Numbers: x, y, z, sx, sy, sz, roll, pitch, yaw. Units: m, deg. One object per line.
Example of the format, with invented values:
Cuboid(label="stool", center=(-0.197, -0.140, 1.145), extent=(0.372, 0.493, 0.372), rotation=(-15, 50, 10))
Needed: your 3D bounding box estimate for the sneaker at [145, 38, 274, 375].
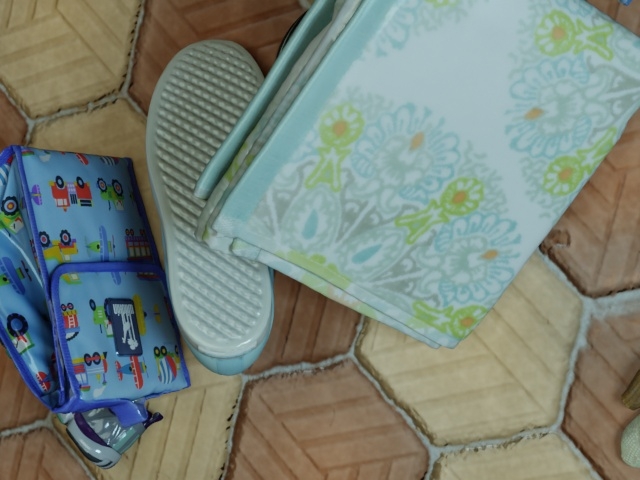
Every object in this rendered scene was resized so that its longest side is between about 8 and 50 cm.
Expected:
Cuboid(label="sneaker", center=(-0.116, -0.030, 1.651), extent=(0.135, 0.150, 0.366), rotation=(1, 65, -4))

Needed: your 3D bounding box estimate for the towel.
Cuboid(label="towel", center=(0.097, -0.095, 1.471), extent=(0.374, 0.320, 0.090), rotation=(-54, 31, 16))

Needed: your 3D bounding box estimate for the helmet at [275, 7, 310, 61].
Cuboid(label="helmet", center=(0.034, -0.156, 1.564), extent=(0.161, 0.169, 0.169), rotation=(-45, 73, 13))

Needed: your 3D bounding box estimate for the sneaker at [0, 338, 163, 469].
Cuboid(label="sneaker", center=(-0.271, 0.146, 1.762), extent=(0.098, 0.083, 0.224), rotation=(-39, 76, -4))

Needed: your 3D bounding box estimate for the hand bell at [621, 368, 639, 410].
Cuboid(label="hand bell", center=(0.369, 0.083, 1.452), extent=(0.242, 0.126, 0.126), rotation=(-46, 72, 30))

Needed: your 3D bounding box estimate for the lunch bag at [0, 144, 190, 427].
Cuboid(label="lunch bag", center=(-0.257, 0.062, 1.661), extent=(0.138, 0.221, 0.293), rotation=(-28, 79, 22))

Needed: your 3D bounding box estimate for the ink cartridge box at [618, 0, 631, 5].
Cuboid(label="ink cartridge box", center=(0.311, -0.451, 1.401), extent=(0.395, 0.151, 0.270), rotation=(-44, 69, -1))

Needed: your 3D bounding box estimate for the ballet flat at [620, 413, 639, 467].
Cuboid(label="ballet flat", center=(0.350, 0.168, 1.474), extent=(0.168, 0.052, 0.057), rotation=(-28, 78, 22))
